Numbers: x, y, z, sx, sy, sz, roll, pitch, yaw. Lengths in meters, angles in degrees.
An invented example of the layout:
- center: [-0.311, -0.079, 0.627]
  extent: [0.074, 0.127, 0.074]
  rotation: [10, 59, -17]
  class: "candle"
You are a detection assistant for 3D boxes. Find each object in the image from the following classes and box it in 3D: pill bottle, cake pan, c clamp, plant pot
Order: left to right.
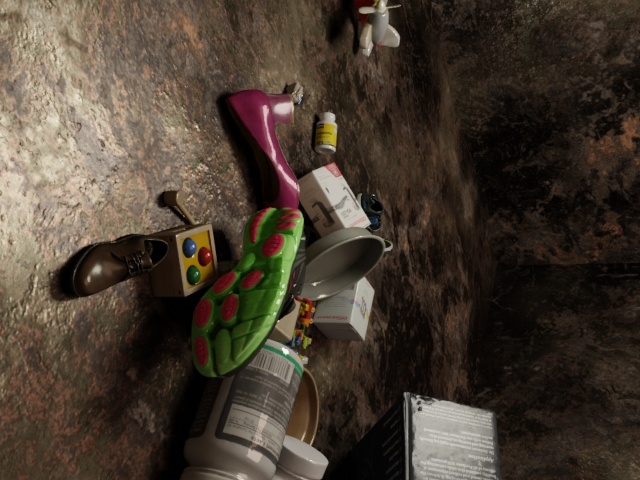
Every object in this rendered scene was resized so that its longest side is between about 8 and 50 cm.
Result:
- center: [-0.175, 0.405, 1.509]
  extent: [0.204, 0.204, 0.361]
  rotation: [59, 39, -44]
  class: "pill bottle"
- center: [-0.131, 0.186, 1.738]
  extent: [0.096, 0.108, 0.109]
  rotation: [41, 51, -40]
  class: "plant pot"
- center: [-0.103, 0.600, 1.581]
  extent: [0.283, 0.160, 0.160]
  rotation: [-63, 149, -2]
  class: "pill bottle"
- center: [-0.102, 0.436, 1.760]
  extent: [0.237, 0.109, 0.238]
  rotation: [11, 78, -62]
  class: "plant pot"
- center: [0.000, 0.000, 2.025]
  extent: [0.160, 0.022, 0.137]
  rotation: [28, 71, -24]
  class: "c clamp"
- center: [0.017, -0.325, 2.112]
  extent: [0.065, 0.065, 0.117]
  rotation: [28, 62, -60]
  class: "pill bottle"
- center: [0.041, 0.063, 1.939]
  extent: [0.054, 0.293, 0.293]
  rotation: [59, 14, 27]
  class: "cake pan"

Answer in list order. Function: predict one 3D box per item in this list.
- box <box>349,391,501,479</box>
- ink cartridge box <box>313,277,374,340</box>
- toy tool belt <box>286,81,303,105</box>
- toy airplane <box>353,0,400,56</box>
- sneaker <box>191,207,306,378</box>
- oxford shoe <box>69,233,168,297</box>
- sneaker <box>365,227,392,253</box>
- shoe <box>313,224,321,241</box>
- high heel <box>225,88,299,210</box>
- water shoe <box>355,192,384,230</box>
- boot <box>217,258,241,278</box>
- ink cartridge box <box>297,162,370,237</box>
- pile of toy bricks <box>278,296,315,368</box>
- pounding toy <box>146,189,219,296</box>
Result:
- center: [0.282, 0.764, 1.981]
  extent: [0.480, 0.297, 0.472]
  rotation: [117, -16, -50]
  class: "box"
- center: [0.071, 0.200, 2.108]
  extent: [0.127, 0.128, 0.176]
  rotation: [54, 43, -48]
  class: "ink cartridge box"
- center: [-0.072, -0.399, 1.954]
  extent: [0.051, 0.052, 0.083]
  rotation: [48, 46, -41]
  class: "toy tool belt"
- center: [0.205, -0.801, 2.298]
  extent: [0.384, 0.272, 0.387]
  rotation: [-8, 95, -64]
  class: "toy airplane"
- center: [-0.119, 0.121, 1.500]
  extent: [0.483, 0.185, 0.202]
  rotation: [-64, 145, -48]
  class: "sneaker"
- center: [-0.364, 0.038, 1.279]
  extent: [0.227, 0.096, 0.083]
  rotation: [-41, 126, -55]
  class: "oxford shoe"
- center: [0.185, 0.003, 2.403]
  extent: [0.234, 0.084, 0.097]
  rotation: [-21, 106, -62]
  class: "sneaker"
- center: [0.011, -0.008, 2.086]
  extent: [0.076, 0.058, 0.219]
  rotation: [-13, 88, -38]
  class: "shoe"
- center: [-0.157, -0.186, 1.752]
  extent: [0.181, 0.127, 0.378]
  rotation: [-9, 102, -35]
  class: "high heel"
- center: [0.186, -0.092, 2.417]
  extent: [0.203, 0.080, 0.073]
  rotation: [47, 47, -53]
  class: "water shoe"
- center: [-0.218, 0.129, 1.588]
  extent: [0.213, 0.077, 0.165]
  rotation: [-20, 106, -68]
  class: "boot"
- center: [0.032, -0.101, 2.005]
  extent: [0.218, 0.092, 0.158]
  rotation: [60, 30, -1]
  class: "ink cartridge box"
- center: [-0.092, 0.249, 1.831]
  extent: [0.105, 0.118, 0.213]
  rotation: [0, 106, -36]
  class: "pile of toy bricks"
- center: [-0.274, -0.005, 1.464]
  extent: [0.181, 0.094, 0.206]
  rotation: [-25, 111, -62]
  class: "pounding toy"
